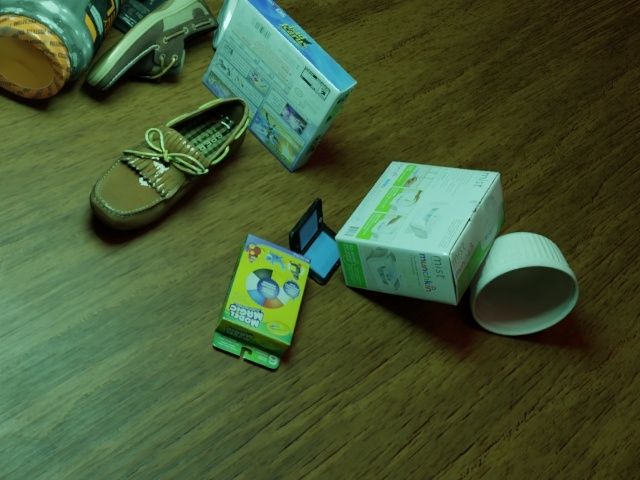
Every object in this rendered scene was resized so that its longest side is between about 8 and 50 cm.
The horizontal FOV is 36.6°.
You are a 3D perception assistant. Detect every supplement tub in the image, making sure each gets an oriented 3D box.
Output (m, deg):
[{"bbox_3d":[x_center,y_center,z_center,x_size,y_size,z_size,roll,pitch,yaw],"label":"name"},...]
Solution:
[{"bbox_3d":[-0.485,-0.430,1.779,0.207,0.207,0.338,24,50,-10],"label":"supplement tub"}]

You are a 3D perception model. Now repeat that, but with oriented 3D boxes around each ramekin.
[{"bbox_3d":[0.383,0.079,1.868,0.207,0.207,0.109,13,42,-18],"label":"ramekin"}]

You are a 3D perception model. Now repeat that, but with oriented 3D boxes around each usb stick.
[{"bbox_3d":[-0.340,-0.518,2.024,0.077,0.045,0.278,38,48,-6],"label":"usb stick"}]

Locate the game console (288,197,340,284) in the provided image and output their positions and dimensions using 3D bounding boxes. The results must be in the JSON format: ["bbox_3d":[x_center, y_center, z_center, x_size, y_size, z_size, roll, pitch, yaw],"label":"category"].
[{"bbox_3d":[0.000,0.000,1.812,0.071,0.107,0.122,16,44,21],"label":"game console"}]

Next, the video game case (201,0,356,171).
[{"bbox_3d":[-0.086,-0.306,1.869,0.269,0.244,0.061,46,48,9],"label":"video game case"}]

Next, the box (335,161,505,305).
[{"bbox_3d":[0.193,-0.024,1.813,0.231,0.126,0.262,9,41,28],"label":"box"}]

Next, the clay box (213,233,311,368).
[{"bbox_3d":[-0.101,0.106,1.694,0.127,0.053,0.222,22,49,-11],"label":"clay box"}]

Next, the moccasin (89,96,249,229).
[{"bbox_3d":[-0.258,-0.147,1.731,0.139,0.147,0.380,47,50,10],"label":"moccasin"}]

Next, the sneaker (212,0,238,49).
[{"bbox_3d":[-0.154,-0.503,2.053,0.091,0.094,0.258,24,67,-16],"label":"sneaker"}]

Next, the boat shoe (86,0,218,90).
[{"bbox_3d":[-0.312,-0.372,1.880,0.123,0.123,0.342,50,45,-14],"label":"boat shoe"}]
